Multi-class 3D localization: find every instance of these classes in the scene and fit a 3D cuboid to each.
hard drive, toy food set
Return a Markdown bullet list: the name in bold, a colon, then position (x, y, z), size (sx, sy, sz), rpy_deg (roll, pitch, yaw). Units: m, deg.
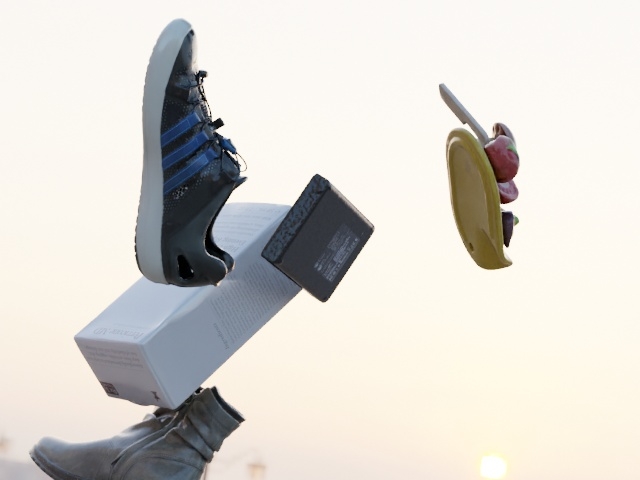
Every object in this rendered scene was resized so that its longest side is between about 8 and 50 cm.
- **hard drive**: position (0.000, 0.000, 1.618), size (0.022, 0.094, 0.135), rpy_deg (32, -5, 27)
- **toy food set**: position (0.199, -0.071, 1.918), size (0.071, 0.218, 0.128), rpy_deg (-18, 35, -15)

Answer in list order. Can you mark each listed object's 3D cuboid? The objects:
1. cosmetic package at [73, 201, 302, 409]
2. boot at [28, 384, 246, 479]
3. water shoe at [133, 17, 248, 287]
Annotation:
- **cosmetic package**: position (-0.118, 0.060, 1.660), size (0.117, 0.231, 0.085), rpy_deg (2, -54, 48)
- **boot**: position (-0.178, 0.199, 1.691), size (0.246, 0.161, 0.083), rpy_deg (15, -21, 48)
- **water shoe**: position (-0.091, -0.065, 1.270), size (0.080, 0.203, 0.073), rpy_deg (6, 14, 7)
